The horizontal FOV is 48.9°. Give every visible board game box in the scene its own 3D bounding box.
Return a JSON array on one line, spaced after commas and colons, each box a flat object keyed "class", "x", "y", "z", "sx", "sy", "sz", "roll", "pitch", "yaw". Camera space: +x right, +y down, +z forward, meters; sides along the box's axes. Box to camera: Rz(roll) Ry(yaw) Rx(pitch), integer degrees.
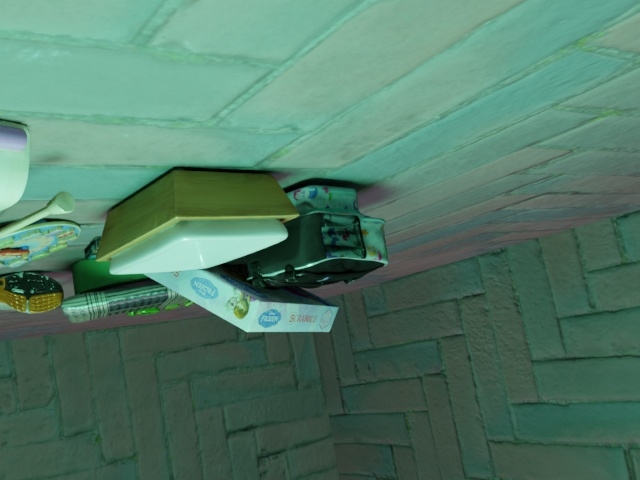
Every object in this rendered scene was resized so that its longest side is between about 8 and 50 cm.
[{"class": "board game box", "x": -0.396, "y": 0.011, "z": 1.498, "sx": 0.186, "sy": 0.026, "sz": 0.126, "roll": -5, "pitch": 170, "yaw": -29}, {"class": "board game box", "x": -0.170, "y": 0.096, "z": 1.454, "sx": 0.319, "sy": 0.065, "sz": 0.318, "roll": 24, "pitch": -175, "yaw": 28}]

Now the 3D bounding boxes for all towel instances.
[{"class": "towel", "x": -0.446, "y": 0.135, "z": 1.656, "sx": 0.312, "sy": 0.056, "sz": 0.324, "roll": -9, "pitch": 173, "yaw": -20}]

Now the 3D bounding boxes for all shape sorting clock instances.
[{"class": "shape sorting clock", "x": -0.531, "y": 0.013, "z": 1.255, "sx": 0.206, "sy": 0.040, "sz": 0.206, "roll": -18, "pitch": 172, "yaw": -3}]

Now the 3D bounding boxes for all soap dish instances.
[{"class": "soap dish", "x": -0.212, "y": -0.027, "z": 1.169, "sx": 0.229, "sy": 0.118, "sz": 0.291, "roll": -2, "pitch": 168, "yaw": -41}]

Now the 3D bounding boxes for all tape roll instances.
[{"class": "tape roll", "x": -0.439, "y": 0.081, "z": 1.726, "sx": 0.322, "sy": 0.077, "sz": 0.321, "roll": -9, "pitch": 171, "yaw": -1}]

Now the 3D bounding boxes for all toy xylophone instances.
[{"class": "toy xylophone", "x": -0.457, "y": -0.055, "z": 0.843, "sx": 0.323, "sy": 0.081, "sz": 0.236, "roll": -14, "pitch": 170, "yaw": 25}]

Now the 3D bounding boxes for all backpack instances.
[{"class": "backpack", "x": 0.000, "y": 0.000, "z": 1.339, "sx": 0.254, "sy": 0.191, "sz": 0.225, "roll": 8, "pitch": 164, "yaw": -42}]

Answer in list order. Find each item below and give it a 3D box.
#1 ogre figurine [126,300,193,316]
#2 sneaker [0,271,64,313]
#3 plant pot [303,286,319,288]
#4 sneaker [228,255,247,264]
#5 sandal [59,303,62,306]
[{"class": "ogre figurine", "x": -0.448, "y": 0.138, "z": 1.934, "sx": 0.197, "sy": 0.118, "sz": 0.097, "roll": -17, "pitch": 165, "yaw": 30}, {"class": "sneaker", "x": -0.745, "y": 0.124, "z": 1.653, "sx": 0.263, "sy": 0.099, "sz": 0.121, "roll": 3, "pitch": 173, "yaw": -28}, {"class": "plant pot", "x": 0.004, "y": 0.018, "z": 1.604, "sx": 0.167, "sy": 0.166, "sz": 0.165, "roll": -14, "pitch": 178, "yaw": 23}, {"class": "sneaker", "x": -0.151, "y": -0.012, "z": 1.458, "sx": 0.281, "sy": 0.115, "sz": 0.105, "roll": 13, "pitch": -167, "yaw": -31}, {"class": "sandal", "x": -0.799, "y": 0.156, "z": 1.910, "sx": 0.255, "sy": 0.054, "sz": 0.097, "roll": -5, "pitch": 168, "yaw": 33}]
